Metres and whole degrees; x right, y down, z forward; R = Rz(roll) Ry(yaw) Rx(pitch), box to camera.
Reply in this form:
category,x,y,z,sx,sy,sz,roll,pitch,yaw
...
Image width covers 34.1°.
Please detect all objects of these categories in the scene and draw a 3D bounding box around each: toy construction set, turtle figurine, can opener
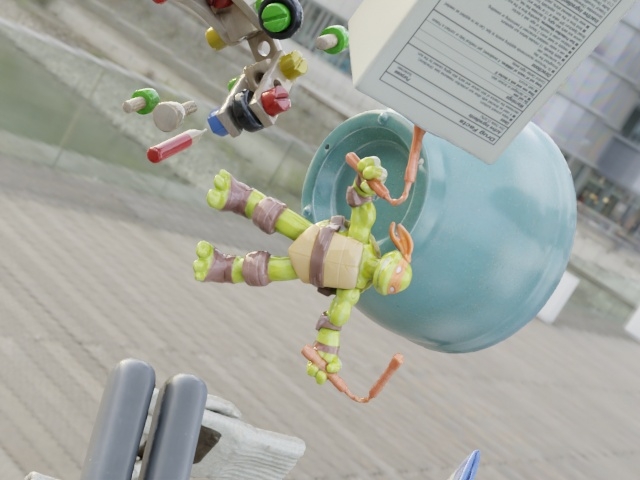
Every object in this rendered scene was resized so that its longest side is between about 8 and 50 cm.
category,x,y,z,sx,sy,sz,roll,pitch,yaw
toy construction set,-0.115,-0.257,1.447,0.257,0.309,0.237,43,28,4
turtle figurine,0.000,0.000,0.971,0.217,0.270,0.087,15,16,17
can opener,-0.143,0.223,0.681,0.076,0.283,0.095,18,-25,-16

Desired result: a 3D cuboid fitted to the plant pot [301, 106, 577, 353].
category,x,y,z,sx,sy,sz,roll,pitch,yaw
plant pot,0.104,-0.035,1.148,0.196,0.293,0.293,19,16,-47

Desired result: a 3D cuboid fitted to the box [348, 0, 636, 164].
category,x,y,z,sx,sy,sz,roll,pitch,yaw
box,0.146,-0.205,0.854,0.148,0.232,0.127,27,33,-21

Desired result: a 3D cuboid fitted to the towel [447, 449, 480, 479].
category,x,y,z,sx,sy,sz,roll,pitch,yaw
towel,0.186,0.508,1.805,0.034,0.285,0.209,32,39,5

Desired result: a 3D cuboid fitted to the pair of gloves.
category,x,y,z,sx,sy,sz,roll,pitch,yaw
pair of gloves,-0.157,0.237,0.983,0.204,0.240,0.042,34,24,-34
